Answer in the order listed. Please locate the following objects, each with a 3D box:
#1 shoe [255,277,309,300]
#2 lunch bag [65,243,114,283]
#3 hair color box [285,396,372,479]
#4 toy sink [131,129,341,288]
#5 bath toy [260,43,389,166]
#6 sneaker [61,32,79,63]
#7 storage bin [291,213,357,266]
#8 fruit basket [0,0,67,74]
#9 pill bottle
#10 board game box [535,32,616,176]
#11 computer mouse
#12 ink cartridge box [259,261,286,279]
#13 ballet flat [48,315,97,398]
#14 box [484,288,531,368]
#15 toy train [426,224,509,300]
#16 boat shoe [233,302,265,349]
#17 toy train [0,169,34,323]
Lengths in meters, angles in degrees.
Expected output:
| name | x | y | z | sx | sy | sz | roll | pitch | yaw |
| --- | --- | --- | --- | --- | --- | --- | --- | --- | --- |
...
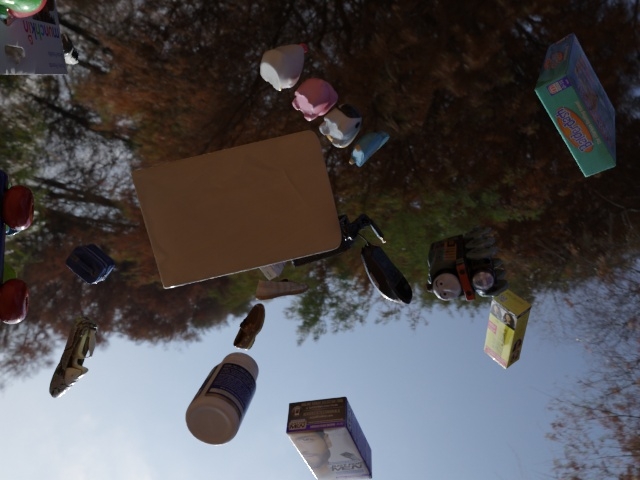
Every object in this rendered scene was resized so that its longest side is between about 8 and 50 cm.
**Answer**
| name | x | y | z | sx | sy | sz | roll | pitch | yaw |
| --- | --- | --- | --- | --- | --- | --- | --- | --- | --- |
| shoe | -0.111 | 0.141 | 1.476 | 0.077 | 0.219 | 0.058 | -8 | -93 | 37 |
| lunch bag | -0.550 | 0.059 | 1.154 | 0.098 | 0.065 | 0.067 | 38 | -81 | 2 |
| hair color box | 0.036 | 0.629 | 1.505 | 0.185 | 0.338 | 0.110 | -11 | -143 | 14 |
| toy sink | -0.102 | -0.046 | 0.650 | 0.131 | 0.234 | 0.152 | -96 | 172 | -82 |
| bath toy | 0.009 | -0.336 | 1.161 | 0.129 | 0.348 | 0.151 | -45 | -179 | -18 |
| sneaker | -0.450 | -0.339 | 0.862 | 0.109 | 0.044 | 0.040 | 25 | -89 | 55 |
| storage bin | 0.000 | 0.000 | 1.380 | 0.180 | 0.122 | 0.084 | -18 | -79 | 21 |
| fruit basket | -0.372 | -0.380 | 0.566 | 0.327 | 0.166 | 0.353 | -112 | -164 | -71 |
| pill bottle | -0.273 | 0.447 | 1.404 | 0.153 | 0.153 | 0.264 | -52 | -175 | 21 |
| board game box | 0.407 | -0.219 | 0.759 | 0.047 | 0.160 | 0.210 | -25 | -161 | 41 |
| computer mouse | 0.151 | 0.050 | 1.274 | 0.060 | 0.184 | 0.262 | -37 | -85 | 28 |
| ink cartridge box | -0.088 | 0.035 | 0.843 | 0.028 | 0.048 | 0.083 | -33 | -166 | 19 |
| ballet flat | -0.332 | 0.162 | 0.655 | 0.041 | 0.041 | 0.114 | 8 | -101 | 48 |
| box | 0.498 | 0.238 | 1.293 | 0.058 | 0.232 | 0.087 | -29 | -135 | -20 |
| toy train | 0.380 | 0.065 | 1.279 | 0.190 | 0.334 | 0.142 | -18 | -79 | 20 |
| boat shoe | -0.240 | 0.292 | 1.628 | 0.064 | 0.060 | 0.178 | 38 | -72 | 46 |
| toy train | -0.341 | 0.055 | 0.476 | 0.143 | 0.105 | 0.248 | -172 | -94 | -68 |
